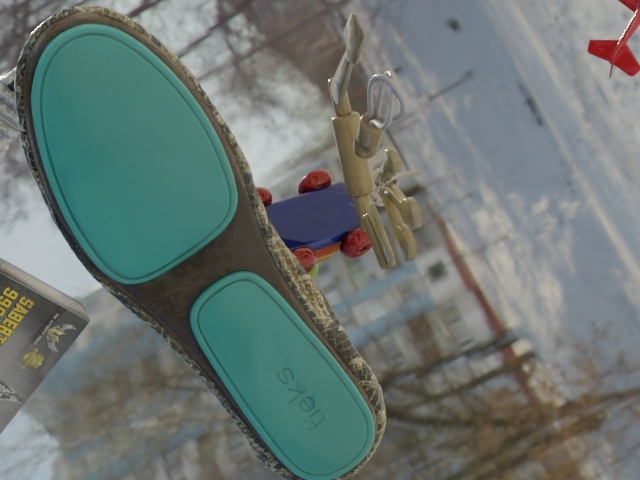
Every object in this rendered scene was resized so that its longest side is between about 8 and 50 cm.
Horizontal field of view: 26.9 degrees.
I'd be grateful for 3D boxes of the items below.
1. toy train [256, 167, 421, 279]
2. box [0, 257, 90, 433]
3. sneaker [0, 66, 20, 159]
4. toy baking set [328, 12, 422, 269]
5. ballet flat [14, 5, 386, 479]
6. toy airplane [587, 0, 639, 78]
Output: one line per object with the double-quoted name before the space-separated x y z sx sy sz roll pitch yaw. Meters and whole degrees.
"toy train" 0.000 0.000 1.483 0.248 0.143 0.105 -19 -116 -39
"box" -0.455 0.144 1.806 0.183 0.231 0.056 35 -170 -33
"sneaker" -0.413 -0.194 1.819 0.110 0.292 0.118 47 -151 -34
"toy baking set" 0.054 -0.092 1.280 0.197 0.030 0.256 -159 54 -72
"ballet flat" -0.108 0.006 1.158 0.483 0.164 0.182 57 180 -22
"toy airplane" 0.353 -0.250 1.497 0.028 0.151 0.151 -7 -113 -58
